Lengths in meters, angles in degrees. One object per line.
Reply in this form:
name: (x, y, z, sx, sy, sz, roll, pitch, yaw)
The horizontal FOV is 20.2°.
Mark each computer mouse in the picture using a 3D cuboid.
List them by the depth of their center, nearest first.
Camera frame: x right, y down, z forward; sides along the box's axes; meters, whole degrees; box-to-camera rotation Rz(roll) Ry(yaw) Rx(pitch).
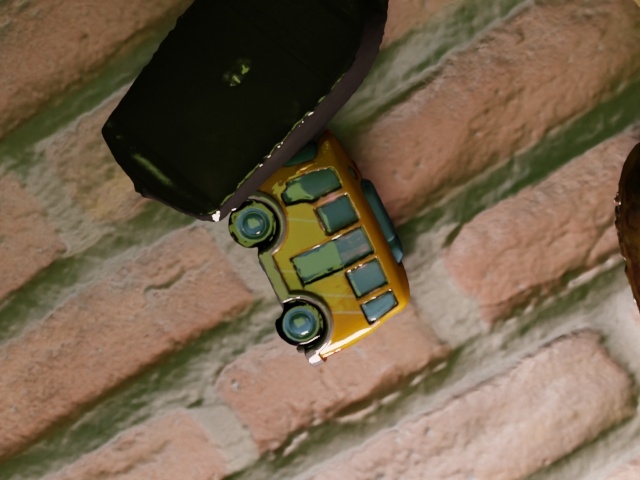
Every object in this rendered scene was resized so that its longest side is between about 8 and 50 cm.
computer mouse: (-0.063, -0.148, 1.656, 0.168, 0.087, 0.295, 41, 89, 20)

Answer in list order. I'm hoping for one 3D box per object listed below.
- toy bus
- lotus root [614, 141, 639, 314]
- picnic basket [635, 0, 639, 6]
toy bus: (0.000, 0.000, 1.701, 0.136, 0.126, 0.209, -25, 100, 7)
lotus root: (0.388, 0.069, 1.624, 0.196, 0.179, 0.397, -17, 103, 14)
picnic basket: (0.353, -0.256, 1.589, 0.115, 0.079, 0.164, 45, 108, -6)
